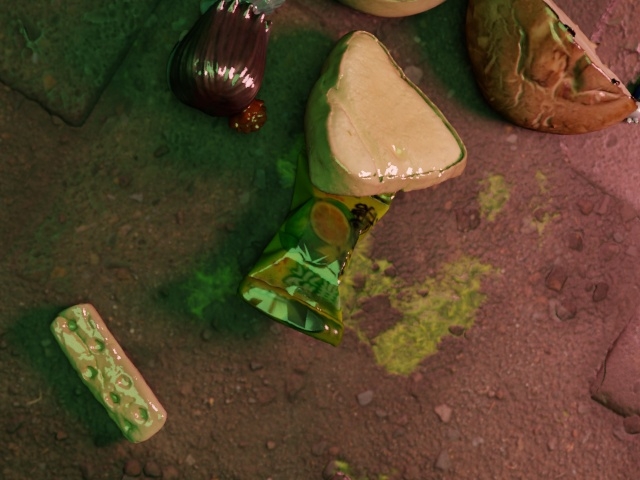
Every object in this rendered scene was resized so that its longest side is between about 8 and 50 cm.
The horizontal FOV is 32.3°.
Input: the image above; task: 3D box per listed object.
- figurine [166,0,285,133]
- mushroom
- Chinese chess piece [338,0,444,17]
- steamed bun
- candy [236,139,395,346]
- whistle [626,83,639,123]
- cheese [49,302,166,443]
[{"bbox_3d":[-0.101,-0.265,1.366,0.138,0.110,0.245,19,81,-13],"label":"figurine"},{"bbox_3d":[0.272,-0.234,1.430,0.151,0.156,0.285,-39,105,21],"label":"mushroom"},{"bbox_3d":[0.089,-0.408,1.394,0.250,0.101,0.250,0,92,-10],"label":"Chinese chess piece"},{"bbox_3d":[0.048,-0.130,1.379,0.231,0.110,0.212,52,49,2],"label":"steamed bun"},{"bbox_3d":[0.000,0.000,1.407,0.149,0.069,0.246,27,75,-13],"label":"candy"},{"bbox_3d":[0.438,-0.197,1.502,0.033,0.029,0.083,35,93,6],"label":"whistle"},{"bbox_3d":[-0.265,0.165,1.380,0.065,0.043,0.194,-34,98,-9],"label":"cheese"}]
